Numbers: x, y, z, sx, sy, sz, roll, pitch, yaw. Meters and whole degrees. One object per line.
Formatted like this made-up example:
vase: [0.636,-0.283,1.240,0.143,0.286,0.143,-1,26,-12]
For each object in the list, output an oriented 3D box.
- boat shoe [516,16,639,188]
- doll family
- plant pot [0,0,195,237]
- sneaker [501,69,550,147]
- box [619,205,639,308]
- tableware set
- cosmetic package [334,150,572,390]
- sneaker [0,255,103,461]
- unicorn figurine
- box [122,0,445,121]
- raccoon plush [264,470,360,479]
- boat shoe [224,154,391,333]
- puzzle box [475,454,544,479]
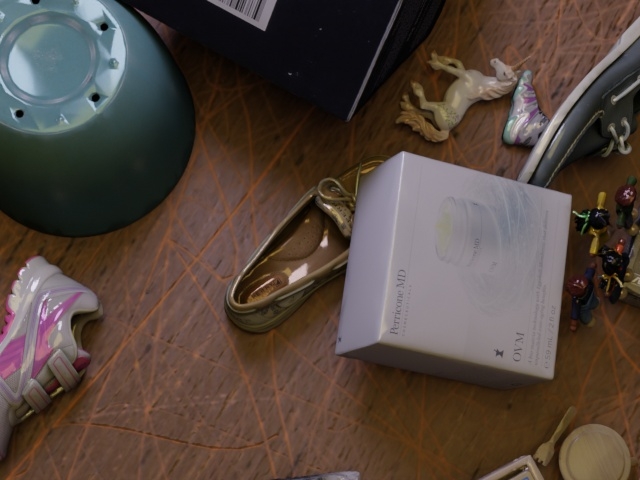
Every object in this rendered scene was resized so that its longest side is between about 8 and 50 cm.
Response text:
boat shoe: [0.353,-0.158,1.709,0.099,0.116,0.319,39,60,7]
doll family: [0.328,0.016,1.639,0.076,0.111,0.193,3,73,15]
plant pot: [-0.304,-0.173,1.674,0.292,0.235,0.293,0,76,0]
sneaker: [0.273,-0.162,1.775,0.069,0.038,0.098,16,85,2]
box: [0.492,0.023,1.715,0.231,0.056,0.183,21,76,5]
tableware set: [0.290,0.304,1.651,0.128,0.039,0.194,37,79,5]
cosmetic package: [0.155,0.040,1.635,0.224,0.138,0.224,12,75,-17]
sneaker: [-0.334,0.147,1.658,0.111,0.103,0.252,18,77,6]
unicorn figurine: [0.175,-0.191,1.775,0.111,0.060,0.162,36,96,10]
box: [-0.030,-0.340,1.667,0.343,0.179,0.312,29,34,7]
raccoon plush: [-0.147,0.429,1.543,0.446,0.216,0.299,-7,83,-2]
boat shoe: [0.000,0.000,1.703,0.104,0.089,0.285,42,79,10]
puzzle box: [0.121,0.441,1.527,0.408,0.052,0.272,-25,80,-19]
